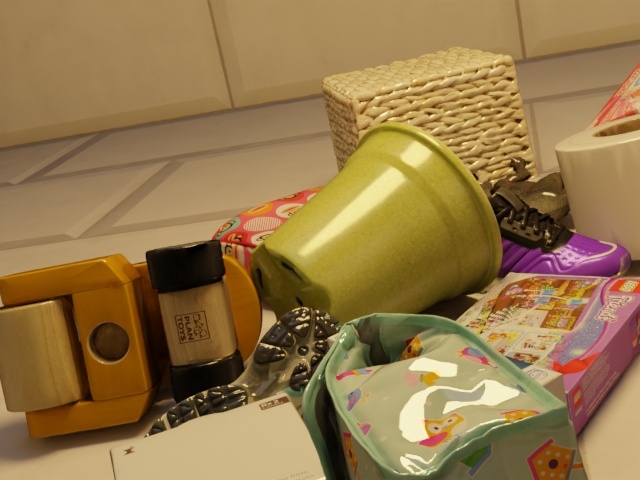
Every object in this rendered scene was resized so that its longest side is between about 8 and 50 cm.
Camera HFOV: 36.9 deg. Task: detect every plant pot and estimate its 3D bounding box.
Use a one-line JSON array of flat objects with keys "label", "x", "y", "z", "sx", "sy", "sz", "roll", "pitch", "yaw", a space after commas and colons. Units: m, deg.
[{"label": "plant pot", "x": 0.055, "y": 0.021, "z": 1.284, "sx": 0.254, "sy": 0.276, "sz": 0.276, "roll": -34, "pitch": 26, "yaw": -26}]

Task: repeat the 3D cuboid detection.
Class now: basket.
[{"label": "basket", "x": 0.196, "y": -0.200, "z": 1.810, "sx": 0.329, "sy": 0.266, "sz": 0.331, "roll": -15, "pitch": 16, "yaw": -6}]

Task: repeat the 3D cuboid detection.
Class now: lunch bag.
[{"label": "lunch bag", "x": 0.091, "y": 0.190, "z": 0.740, "sx": 0.160, "sy": 0.223, "sz": 0.262, "roll": -22, "pitch": 19, "yaw": -14}, {"label": "lunch bag", "x": 0.000, "y": 0.000, "z": 1.553, "sx": 0.293, "sy": 0.120, "sz": 0.258, "roll": -24, "pitch": 22, "yaw": -35}]

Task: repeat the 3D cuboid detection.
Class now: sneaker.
[{"label": "sneaker", "x": 0.280, "y": -0.004, "z": 1.340, "sx": 0.293, "sy": 0.146, "sz": 0.102, "roll": 1, "pitch": 22, "yaw": 36}, {"label": "sneaker", "x": -0.077, "y": 0.203, "z": 1.046, "sx": 0.283, "sy": 0.122, "sz": 0.110, "roll": -38, "pitch": 66, "yaw": -19}]

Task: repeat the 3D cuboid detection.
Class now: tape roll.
[{"label": "tape roll", "x": 0.477, "y": -0.088, "z": 1.378, "sx": 0.246, "sy": 0.169, "sz": 0.246, "roll": -16, "pitch": 9, "yaw": 3}]

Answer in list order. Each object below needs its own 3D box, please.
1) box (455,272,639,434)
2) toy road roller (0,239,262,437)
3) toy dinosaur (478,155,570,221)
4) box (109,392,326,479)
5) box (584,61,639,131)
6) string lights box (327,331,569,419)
[{"label": "box", "x": 0.254, "y": 0.121, "z": 1.121, "sx": 0.201, "sy": 0.057, "sz": 0.293, "roll": 2, "pitch": 22, "yaw": 38}, {"label": "toy road roller", "x": -0.240, "y": 0.114, "z": 1.258, "sx": 0.330, "sy": 0.202, "sz": 0.240, "roll": -11, "pitch": 3, "yaw": 2}, {"label": "toy dinosaur", "x": 0.358, "y": -0.068, "z": 1.593, "sx": 0.314, "sy": 0.121, "sz": 0.160, "roll": 7, "pitch": 37, "yaw": 34}, {"label": "box", "x": -0.082, "y": 0.245, "z": 0.858, "sx": 0.181, "sy": 0.119, "sz": 0.182, "roll": -16, "pitch": 18, "yaw": -12}, {"label": "box", "x": 0.617, "y": -0.252, "z": 1.650, "sx": 0.300, "sy": 0.142, "sz": 0.154, "roll": -48, "pitch": 7, "yaw": -22}, {"label": "string lights box", "x": 0.121, "y": 0.169, "z": 0.936, "sx": 0.077, "sy": 0.133, "sz": 0.260, "roll": -23, "pitch": 21, "yaw": -30}]
